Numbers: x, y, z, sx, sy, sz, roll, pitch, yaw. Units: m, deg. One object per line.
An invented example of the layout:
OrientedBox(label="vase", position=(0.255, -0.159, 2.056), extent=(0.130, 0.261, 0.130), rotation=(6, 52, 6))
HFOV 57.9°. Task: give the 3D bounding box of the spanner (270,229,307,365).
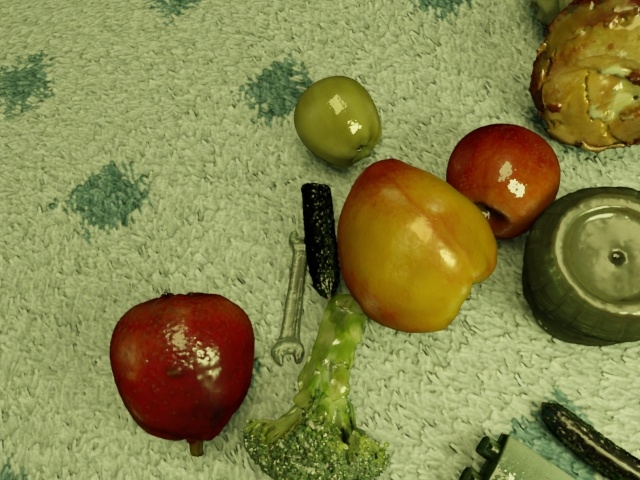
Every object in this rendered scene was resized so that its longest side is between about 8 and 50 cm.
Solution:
OrientedBox(label="spanner", position=(-0.055, 0.113, 1.214), extent=(0.071, 0.017, 0.302), rotation=(2, 68, 9))

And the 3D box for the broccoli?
OrientedBox(label="broccoli", position=(0.026, 0.276, 1.050), extent=(0.252, 0.221, 0.361), rotation=(9, 63, 51))

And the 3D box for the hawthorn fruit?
OrientedBox(label="hawthorn fruit", position=(-0.250, 0.244, 1.068), extent=(0.265, 0.265, 0.307), rotation=(-2, 88, 8))

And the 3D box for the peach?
OrientedBox(label="peach", position=(0.158, 0.010, 1.084), extent=(0.308, 0.289, 0.289), rotation=(40, 77, 13))

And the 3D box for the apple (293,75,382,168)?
OrientedBox(label="apple", position=(0.040, -0.262, 1.277), extent=(0.200, 0.200, 0.200), rotation=(-3, 66, 7))

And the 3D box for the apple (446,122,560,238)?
OrientedBox(label="apple", position=(0.357, -0.119, 1.143), extent=(0.218, 0.218, 0.201), rotation=(25, 65, 18))

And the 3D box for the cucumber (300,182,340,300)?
OrientedBox(label="cucumber", position=(-0.001, 0.001, 1.195), extent=(0.072, 0.072, 0.300), rotation=(-8, 53, 5))

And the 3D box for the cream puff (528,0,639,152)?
OrientedBox(label="cream puff", position=(0.596, -0.352, 1.157), extent=(0.350, 0.350, 0.229), rotation=(17, 51, 15))

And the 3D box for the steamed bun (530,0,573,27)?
OrientedBox(label="steamed bun", position=(0.603, -0.575, 1.316), extent=(0.275, 0.206, 0.320), rotation=(24, 45, 8))

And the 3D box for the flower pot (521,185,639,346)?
OrientedBox(label="flower pot", position=(0.521, 0.048, 1.036), extent=(0.301, 0.213, 0.302), rotation=(-2, 74, 9))

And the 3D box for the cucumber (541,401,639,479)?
OrientedBox(label="cucumber", position=(0.487, 0.367, 0.999), extent=(0.245, 0.067, 0.067), rotation=(31, 74, 22))

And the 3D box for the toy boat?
OrientedBox(label="toy boat", position=(0.392, 0.459, 0.959), extent=(0.319, 0.092, 0.141), rotation=(33, 74, 13))
